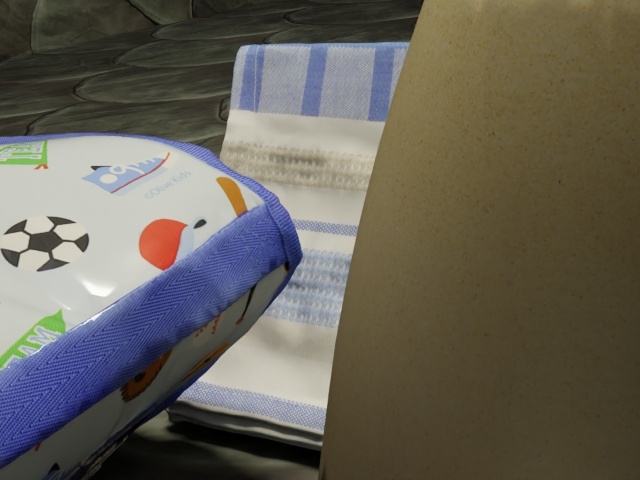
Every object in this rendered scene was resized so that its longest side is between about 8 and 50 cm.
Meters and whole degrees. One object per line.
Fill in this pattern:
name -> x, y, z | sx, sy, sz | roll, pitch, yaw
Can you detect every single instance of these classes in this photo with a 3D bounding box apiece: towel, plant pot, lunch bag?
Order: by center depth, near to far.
plant pot -> 0.120, 0.003, 0.592 | 0.256, 0.274, 0.256 | -3, 15, 1
lunch bag -> -0.242, 0.072, 0.711 | 0.385, 0.239, 0.328 | -7, 18, 34
towel -> 0.000, 0.000, 0.807 | 0.209, 0.285, 0.034 | 7, -7, 35
